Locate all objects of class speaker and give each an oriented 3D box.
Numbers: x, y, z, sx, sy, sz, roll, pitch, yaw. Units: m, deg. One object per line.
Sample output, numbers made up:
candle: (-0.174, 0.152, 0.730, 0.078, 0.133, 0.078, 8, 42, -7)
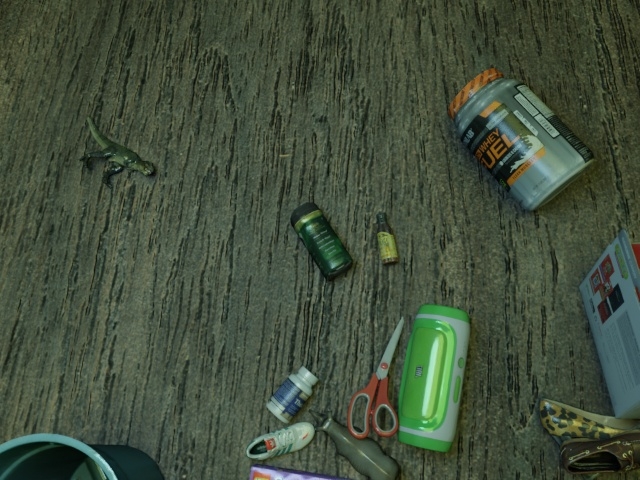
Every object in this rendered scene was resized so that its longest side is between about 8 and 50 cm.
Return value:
speaker: (0.247, 0.295, 1.219, 0.131, 0.131, 0.296, 10, 76, 7)

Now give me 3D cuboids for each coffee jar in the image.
coffee jar: (0.000, 0.000, 1.335, 0.079, 0.096, 0.184, -31, 75, -7)

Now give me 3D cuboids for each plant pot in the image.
plant pot: (-0.475, 0.548, 1.099, 0.341, 0.334, 0.341, -1, 74, 4)

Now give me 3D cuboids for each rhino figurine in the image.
rhino figurine: (0.069, 0.438, 1.203, 0.243, 0.106, 0.073, 37, 80, 13)

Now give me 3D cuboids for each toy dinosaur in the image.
toy dinosaur: (-0.548, -0.215, 1.460, 0.268, 0.064, 0.118, 36, 74, 15)

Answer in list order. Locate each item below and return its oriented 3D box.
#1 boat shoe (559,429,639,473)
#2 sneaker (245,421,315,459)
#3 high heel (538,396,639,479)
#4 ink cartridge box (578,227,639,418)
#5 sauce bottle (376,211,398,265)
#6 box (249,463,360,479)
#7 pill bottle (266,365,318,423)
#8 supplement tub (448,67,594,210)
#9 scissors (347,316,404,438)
boat shoe: (0.587, 0.429, 1.110, 0.207, 0.073, 0.073, -17, 95, 18)
sneaker: (-0.090, 0.445, 1.230, 0.161, 0.075, 0.057, -18, 74, 0)
high heel: (0.607, 0.359, 1.186, 0.261, 0.093, 0.186, -36, 81, 4)
ink cartridge box: (0.653, 0.165, 1.110, 0.130, 0.271, 0.309, -3, 59, 4)
sauce bottle: (0.157, -0.004, 1.353, 0.042, 0.042, 0.128, -11, 72, 1)
box: (-0.018, 0.604, 1.190, 0.294, 0.057, 0.200, 7, 76, 7)
pill bottle: (-0.060, 0.344, 1.260, 0.067, 0.067, 0.120, 39, 81, 13)
supplement tub: (0.459, -0.240, 1.315, 0.194, 0.193, 0.316, -36, 74, -6)
scissors: (0.126, 0.291, 1.235, 0.109, 0.021, 0.297, 6, 56, 7)
